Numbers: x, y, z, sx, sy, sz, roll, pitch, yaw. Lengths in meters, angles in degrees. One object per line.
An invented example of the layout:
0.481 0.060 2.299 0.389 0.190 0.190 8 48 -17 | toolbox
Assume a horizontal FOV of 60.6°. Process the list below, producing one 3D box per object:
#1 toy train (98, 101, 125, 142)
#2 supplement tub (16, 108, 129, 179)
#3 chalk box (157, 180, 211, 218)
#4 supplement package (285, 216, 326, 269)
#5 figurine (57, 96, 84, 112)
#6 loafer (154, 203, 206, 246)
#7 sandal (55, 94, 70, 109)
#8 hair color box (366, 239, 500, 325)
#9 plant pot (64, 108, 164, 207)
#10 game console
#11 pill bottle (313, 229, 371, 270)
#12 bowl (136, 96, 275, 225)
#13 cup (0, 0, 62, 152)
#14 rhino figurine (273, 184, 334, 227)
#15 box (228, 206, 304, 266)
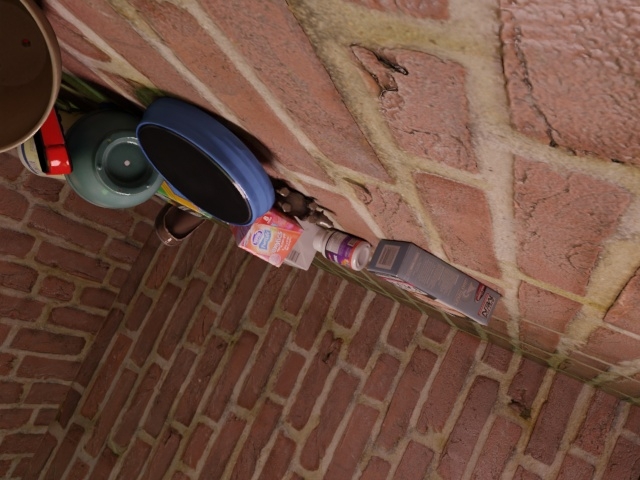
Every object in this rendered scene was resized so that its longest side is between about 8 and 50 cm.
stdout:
-0.608 -0.298 1.696 0.105 0.143 0.248 20 163 39 | toy train
-0.801 -0.310 1.820 0.325 0.235 0.235 10 168 17 | supplement tub
-0.418 -0.185 1.843 0.289 0.179 0.180 27 172 -23 | chalk box
-0.138 -0.007 2.148 0.177 0.175 0.293 27 173 -21 | supplement package
-0.940 -0.467 1.989 0.215 0.092 0.209 20 167 33 | figurine
-0.462 -0.124 1.994 0.130 0.366 0.134 -21 116 42 | loafer
-0.838 -0.483 1.642 0.219 0.060 0.090 41 165 -8 | sandal
0.353 0.131 1.711 0.374 0.113 0.185 28 172 -22 | hair color box
-0.557 -0.222 1.536 0.293 0.293 0.196 30 174 -33 | plant pot
-0.684 -0.329 1.341 0.060 0.342 0.386 -13 -168 -28 | game console
0.072 0.027 1.943 0.193 0.108 0.108 21 172 32 | pill bottle
-0.295 -0.181 1.376 0.391 0.077 0.391 29 157 14 | bowl
-0.629 -0.350 1.015 0.331 0.331 0.237 28 -161 -19 | cup
-0.049 -0.094 1.637 0.243 0.073 0.106 27 180 -32 | rhino figurine
-0.185 -0.064 1.701 0.154 0.142 0.300 29 -169 -27 | box
